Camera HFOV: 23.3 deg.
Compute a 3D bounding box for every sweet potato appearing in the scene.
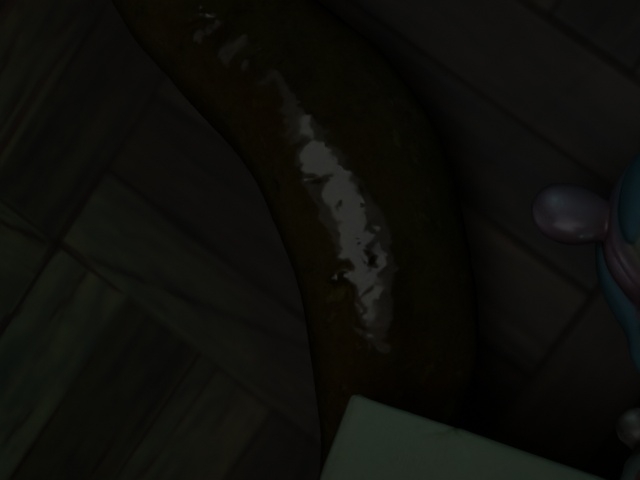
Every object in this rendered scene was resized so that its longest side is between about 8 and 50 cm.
[{"bbox_3d":[0.006,0.002,0.613,0.108,0.079,0.346,-16,94,39],"label":"sweet potato"}]

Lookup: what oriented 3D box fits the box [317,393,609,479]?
[{"bbox_3d":[0.102,0.170,0.507,0.256,0.164,0.069,19,141,6],"label":"box"}]

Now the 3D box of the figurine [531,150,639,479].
[{"bbox_3d":[0.172,0.065,0.513,0.205,0.103,0.260,-37,59,-3],"label":"figurine"}]
